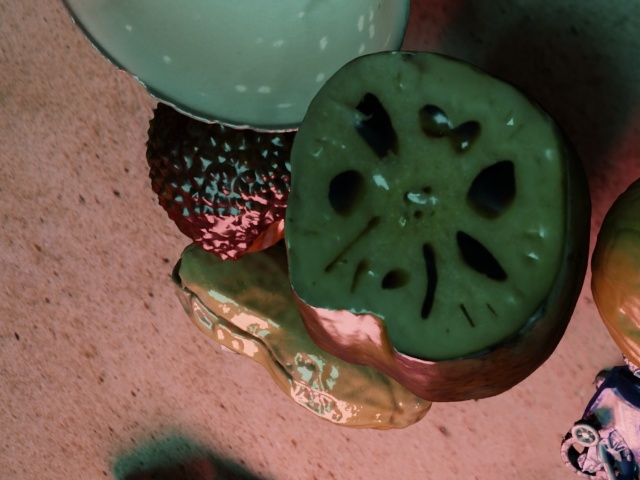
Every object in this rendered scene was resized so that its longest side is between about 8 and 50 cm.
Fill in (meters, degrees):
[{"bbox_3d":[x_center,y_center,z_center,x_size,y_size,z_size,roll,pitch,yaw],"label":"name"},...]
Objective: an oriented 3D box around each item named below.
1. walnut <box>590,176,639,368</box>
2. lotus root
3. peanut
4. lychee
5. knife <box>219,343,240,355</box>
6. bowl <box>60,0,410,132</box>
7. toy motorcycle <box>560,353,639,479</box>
[{"bbox_3d":[0.309,0.038,0.986,0.225,0.193,0.193,26,134,34],"label":"walnut"},{"bbox_3d":[0.092,0.006,1.052,0.250,0.250,0.346,37,171,11],"label":"lotus root"},{"bbox_3d":[-0.019,0.091,1.308,0.290,0.130,0.130,33,135,11],"label":"peanut"},{"bbox_3d":[-0.070,-0.082,1.206,0.188,0.188,0.188,21,131,26],"label":"lychee"},{"bbox_3d":[-0.090,0.011,1.378,0.073,0.041,0.266,10,126,19],"label":"knife"},{"bbox_3d":[-0.060,-0.253,1.057,0.313,0.146,0.313,13,134,14],"label":"bowl"},{"bbox_3d":[0.289,0.160,1.170,0.114,0.076,0.205,29,135,9],"label":"toy motorcycle"}]
